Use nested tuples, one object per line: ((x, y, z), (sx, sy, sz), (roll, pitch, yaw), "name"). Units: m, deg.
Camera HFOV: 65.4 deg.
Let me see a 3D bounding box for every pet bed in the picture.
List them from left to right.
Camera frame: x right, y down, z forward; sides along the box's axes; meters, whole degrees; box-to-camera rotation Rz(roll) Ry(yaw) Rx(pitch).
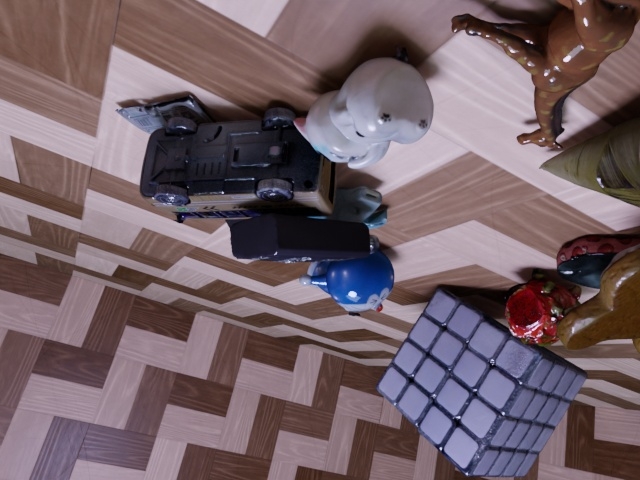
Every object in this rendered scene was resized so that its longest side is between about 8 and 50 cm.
((0.542, 0.048, 0.923), (0.201, 0.053, 0.201), (11, 160, 4), "pet bed")

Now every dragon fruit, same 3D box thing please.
((0.498, 0.148, 1.102), (0.172, 0.166, 0.160), (4, -172, -43), "dragon fruit")

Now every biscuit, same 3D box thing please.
((0.626, 0.103, 0.870), (0.433, 0.064, 0.283), (1, 136, -16), "biscuit")

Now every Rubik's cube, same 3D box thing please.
((0.421, 0.378, 1.320), (0.345, 0.343, 0.337), (27, -175, -41), "Rubik's cube")

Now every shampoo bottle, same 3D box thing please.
((0.001, 0.000, 0.826), (0.098, 0.071, 0.310), (-13, 171, 38), "shampoo bottle")

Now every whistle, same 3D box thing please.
((0.019, -0.047, 0.966), (0.186, 0.093, 0.274), (21, 156, -26), "whistle")

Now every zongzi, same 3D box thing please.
((0.453, -0.080, 0.563), (0.274, 0.145, 0.300), (12, 178, -10), "zongzi")

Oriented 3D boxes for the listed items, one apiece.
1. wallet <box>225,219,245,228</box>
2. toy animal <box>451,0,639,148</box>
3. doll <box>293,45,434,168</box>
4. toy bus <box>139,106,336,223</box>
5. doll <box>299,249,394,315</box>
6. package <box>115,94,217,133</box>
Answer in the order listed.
((-0.098, -0.026, 1.165), (0.250, 0.044, 0.149), (9, 156, 14), "wallet")
((0.232, -0.172, 0.514), (0.230, 0.066, 0.224), (16, 161, -22), "toy animal")
((0.052, -0.153, 0.620), (0.111, 0.106, 0.181), (2, 168, -32), "doll")
((-0.124, -0.106, 0.787), (0.290, 0.139, 0.157), (-2, 162, 14), "toy bus")
((0.067, 0.098, 1.222), (0.216, 0.161, 0.257), (-9, -179, -22), "doll")
((-0.233, -0.182, 0.854), (0.171, 0.027, 0.173), (-1, 158, 28), "package")
